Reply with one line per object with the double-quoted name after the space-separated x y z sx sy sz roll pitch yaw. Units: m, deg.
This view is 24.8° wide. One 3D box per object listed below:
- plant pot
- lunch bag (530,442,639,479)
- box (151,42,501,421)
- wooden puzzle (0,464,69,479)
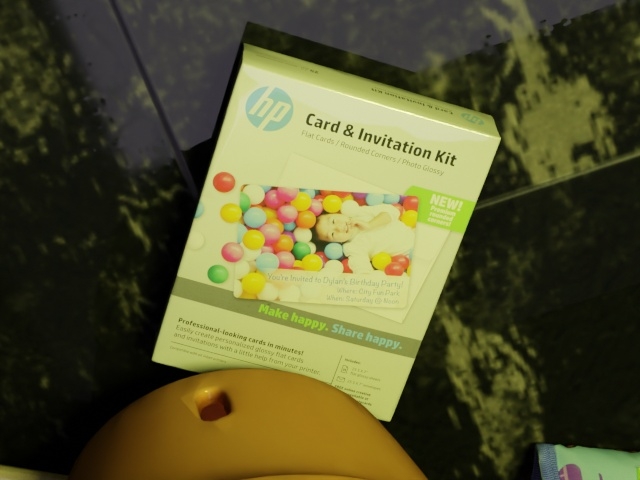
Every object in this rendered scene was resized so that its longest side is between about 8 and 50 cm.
-0.033 0.206 0.765 0.291 0.203 0.290 -5 121 -8 "plant pot"
0.235 0.249 0.785 0.221 0.293 0.138 5 115 -3 "lunch bag"
0.000 0.000 0.805 0.145 0.038 0.186 16 113 -9 "box"
-0.191 0.229 0.912 0.221 0.044 0.238 11 119 -6 "wooden puzzle"
